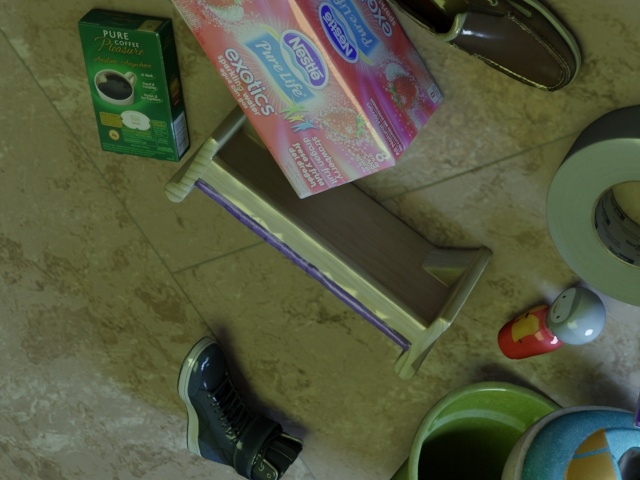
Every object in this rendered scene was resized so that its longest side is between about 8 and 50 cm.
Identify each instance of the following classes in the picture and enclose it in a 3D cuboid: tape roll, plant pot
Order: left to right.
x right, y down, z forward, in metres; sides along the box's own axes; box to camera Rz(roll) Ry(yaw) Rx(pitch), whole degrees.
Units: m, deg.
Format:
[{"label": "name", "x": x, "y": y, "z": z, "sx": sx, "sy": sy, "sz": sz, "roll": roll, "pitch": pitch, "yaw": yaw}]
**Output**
[{"label": "plant pot", "x": 0.180, "y": 0.347, "z": 2.158, "sx": 0.276, "sy": 0.276, "sz": 0.254, "roll": 39, "pitch": 145, "yaw": -3}, {"label": "tape roll", "x": 0.356, "y": -0.034, "z": 1.871, "sx": 0.219, "sy": 0.072, "sz": 0.219, "roll": 14, "pitch": 130, "yaw": 18}]

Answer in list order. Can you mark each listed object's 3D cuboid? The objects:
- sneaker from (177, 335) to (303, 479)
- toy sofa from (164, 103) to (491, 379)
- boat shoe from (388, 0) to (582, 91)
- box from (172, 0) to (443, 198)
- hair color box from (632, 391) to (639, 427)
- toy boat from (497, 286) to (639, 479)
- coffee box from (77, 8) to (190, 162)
[{"label": "sneaker", "x": -0.102, "y": 0.232, "z": 2.310, "sx": 0.163, "sy": 0.086, "sz": 0.226, "roll": 25, "pitch": 143, "yaw": 25}, {"label": "toy sofa", "x": 0.000, "y": 0.000, "z": 2.043, "sx": 0.362, "sy": 0.150, "sz": 0.177, "roll": 38, "pitch": 132, "yaw": -2}, {"label": "boat shoe", "x": 0.152, "y": -0.229, "z": 1.819, "sx": 0.257, "sy": 0.095, "sz": 0.095, "roll": 35, "pitch": 133, "yaw": 1}, {"label": "box", "x": -0.018, "y": -0.218, "z": 1.885, "sx": 0.142, "sy": 0.154, "sz": 0.300, "roll": -18, "pitch": 113, "yaw": 38}, {"label": "hair color box", "x": 0.516, "y": 0.172, "z": 1.838, "sx": 0.339, "sy": 0.185, "sz": 0.110, "roll": 12, "pitch": 102, "yaw": 16}, {"label": "toy boat", "x": 0.304, "y": 0.218, "z": 2.004, "sx": 0.148, "sy": 0.267, "sz": 0.318, "roll": -28, "pitch": 76, "yaw": 48}, {"label": "coffee box", "x": -0.222, "y": -0.186, "z": 2.100, "sx": 0.113, "sy": 0.040, "sz": 0.184, "roll": 9, "pitch": 128, "yaw": 23}]
